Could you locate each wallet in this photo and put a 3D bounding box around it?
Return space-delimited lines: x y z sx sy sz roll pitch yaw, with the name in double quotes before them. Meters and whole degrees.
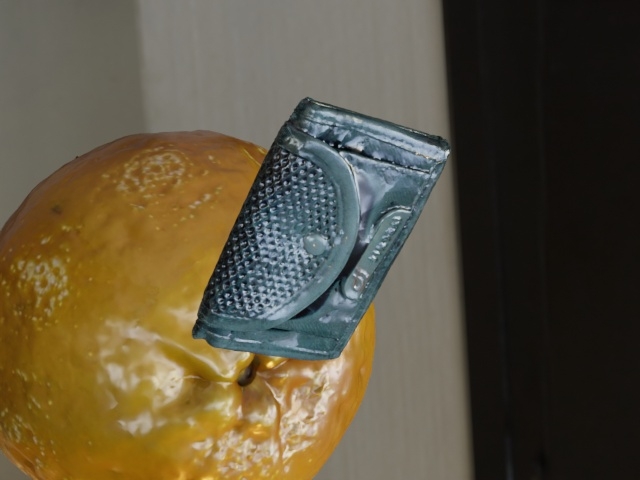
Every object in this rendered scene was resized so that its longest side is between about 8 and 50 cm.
"wallet" 0.000 0.000 0.747 0.088 0.129 0.026 13 -155 -33

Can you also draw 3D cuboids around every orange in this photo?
"orange" -0.111 0.077 1.312 0.341 0.340 0.293 -10 -163 -31
